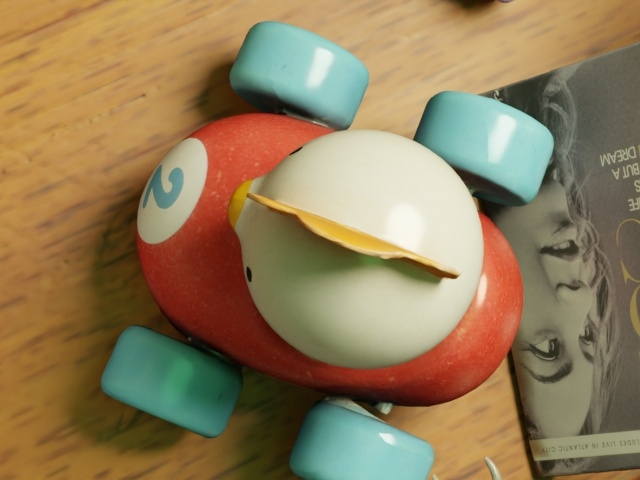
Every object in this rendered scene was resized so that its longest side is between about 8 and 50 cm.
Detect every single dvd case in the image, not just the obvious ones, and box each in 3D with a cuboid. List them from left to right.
[{"bbox_3d":[0.155,0.014,0.942,0.018,0.164,0.221,-10,87,-38],"label":"dvd case"}]

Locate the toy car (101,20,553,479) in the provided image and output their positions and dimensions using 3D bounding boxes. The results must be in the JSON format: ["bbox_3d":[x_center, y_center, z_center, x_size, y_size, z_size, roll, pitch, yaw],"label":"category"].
[{"bbox_3d":[0.000,0.000,0.853,0.210,0.238,0.219,22,83,7],"label":"toy car"}]

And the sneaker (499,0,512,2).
[{"bbox_3d":[0.050,-0.191,0.996,0.170,0.068,0.071,42,94,4],"label":"sneaker"}]

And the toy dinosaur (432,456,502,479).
[{"bbox_3d":[0.068,0.290,0.921,0.313,0.160,0.121,-56,140,-2],"label":"toy dinosaur"}]
